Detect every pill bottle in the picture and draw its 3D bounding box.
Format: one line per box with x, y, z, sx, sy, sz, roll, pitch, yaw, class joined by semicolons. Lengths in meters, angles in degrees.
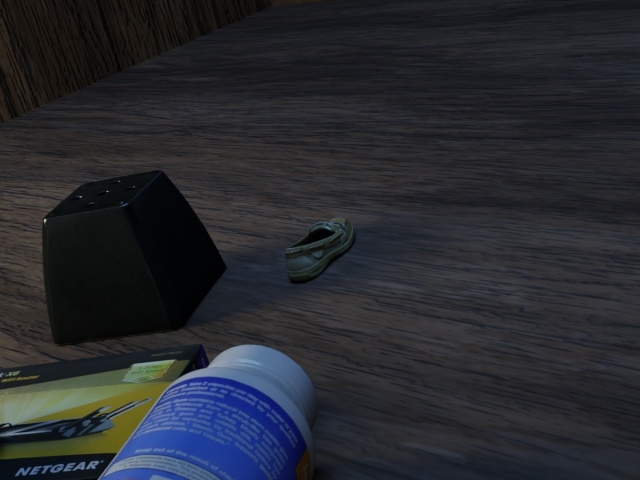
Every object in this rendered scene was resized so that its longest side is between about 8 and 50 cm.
-0.092;0.199;0.990;0.152;0.152;0.272;-8;22;22;pill bottle

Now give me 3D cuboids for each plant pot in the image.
-0.258;0.012;1.584;0.187;0.167;0.188;-8;21;20;plant pot

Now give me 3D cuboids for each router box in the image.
-0.283;0.210;1.207;0.309;0.081;0.243;-9;21;19;router box

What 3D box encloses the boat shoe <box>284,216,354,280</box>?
-0.002;0.000;1.586;0.056;0.048;0.153;-2;25;33;boat shoe
